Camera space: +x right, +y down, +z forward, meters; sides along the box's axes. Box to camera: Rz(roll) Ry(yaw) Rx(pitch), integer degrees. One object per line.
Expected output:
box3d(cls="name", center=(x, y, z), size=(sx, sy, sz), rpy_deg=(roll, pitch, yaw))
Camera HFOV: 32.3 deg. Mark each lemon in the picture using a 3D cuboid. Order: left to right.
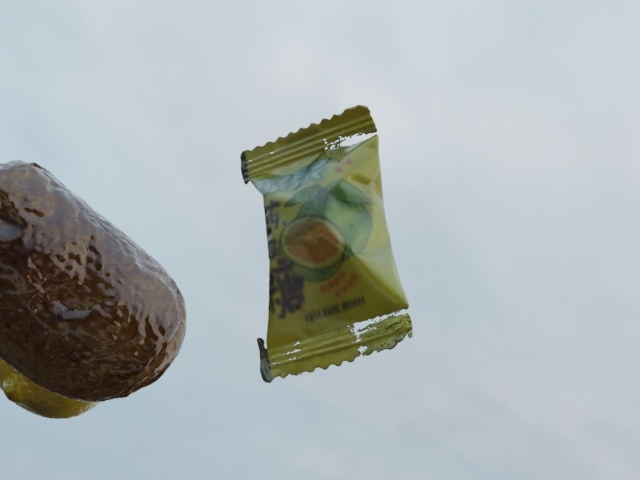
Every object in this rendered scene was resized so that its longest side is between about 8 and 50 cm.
box3d(cls="lemon", center=(-0.453, 0.193, 1.924), size=(0.228, 0.253, 0.228), rpy_deg=(33, -31, 22))

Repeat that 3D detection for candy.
box3d(cls="candy", center=(0.000, 0.000, 1.226), size=(0.187, 0.297, 0.081), rpy_deg=(-18, -26, 22))

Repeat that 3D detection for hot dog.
box3d(cls="hot dog", center=(-0.372, 0.061, 1.608), size=(0.387, 0.267, 0.174), rpy_deg=(42, -31, -11))
